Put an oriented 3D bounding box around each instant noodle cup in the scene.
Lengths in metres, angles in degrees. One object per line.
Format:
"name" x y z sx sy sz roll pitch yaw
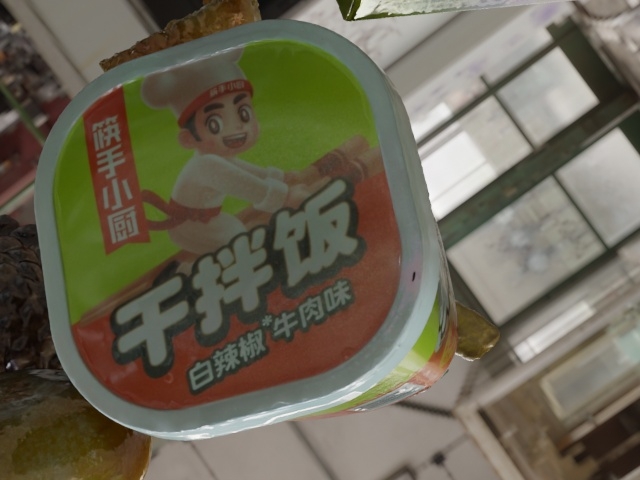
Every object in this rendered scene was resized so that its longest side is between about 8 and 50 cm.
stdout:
"instant noodle cup" -0.024 0.021 0.962 0.294 0.294 0.308 57 -174 20

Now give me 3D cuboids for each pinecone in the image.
"pinecone" -0.330 0.125 1.405 0.296 0.242 0.298 40 -126 -34

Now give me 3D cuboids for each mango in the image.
"mango" -0.292 0.194 1.050 0.192 0.316 0.146 15 115 58

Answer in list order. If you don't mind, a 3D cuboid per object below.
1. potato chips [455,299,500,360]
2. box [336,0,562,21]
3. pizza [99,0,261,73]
"potato chips" 0.000 0.000 1.222 0.407 0.057 0.080 35 168 -19
"box" 0.109 -0.277 1.064 0.175 0.260 0.062 67 152 25
"pizza" -0.133 -0.089 1.226 0.182 0.366 0.074 3 -173 -28
